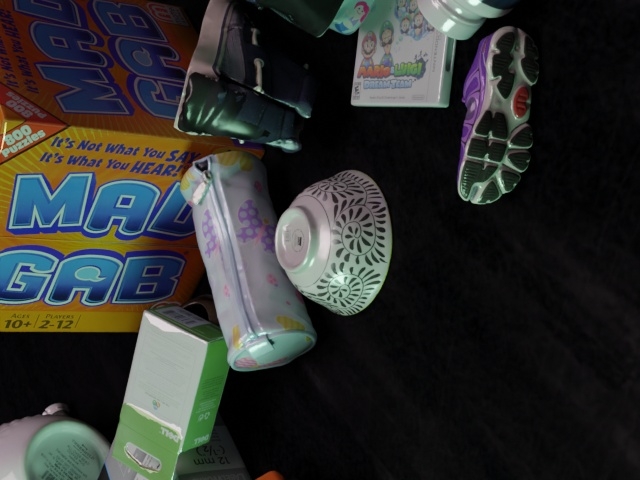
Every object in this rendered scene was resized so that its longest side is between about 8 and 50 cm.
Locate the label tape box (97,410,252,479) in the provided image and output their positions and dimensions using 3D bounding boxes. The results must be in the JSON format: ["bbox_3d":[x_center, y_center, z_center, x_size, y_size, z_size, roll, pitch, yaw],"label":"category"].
[{"bbox_3d":[-0.184,0.397,1.406,0.347,0.115,0.249,58,133,42],"label":"label tape box"}]

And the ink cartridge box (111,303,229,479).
[{"bbox_3d":[-0.188,0.198,1.331,0.109,0.062,0.209,23,105,29],"label":"ink cartridge box"}]

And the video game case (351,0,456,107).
[{"bbox_3d":[0.091,-0.217,1.138,0.157,0.019,0.143,11,96,55],"label":"video game case"}]

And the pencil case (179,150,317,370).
[{"bbox_3d":[-0.091,0.023,1.289,0.124,0.113,0.273,78,174,-68],"label":"pencil case"}]

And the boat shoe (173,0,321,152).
[{"bbox_3d":[-0.085,-0.208,1.323,0.340,0.158,0.127,-89,16,-59],"label":"boat shoe"}]

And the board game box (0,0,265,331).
[{"bbox_3d":[-0.357,-0.117,1.479,0.356,0.356,0.356,-60,43,32],"label":"board game box"}]

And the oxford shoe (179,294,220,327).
[{"bbox_3d":[-0.176,0.113,1.432,0.227,0.096,0.083,-18,74,55],"label":"oxford shoe"}]

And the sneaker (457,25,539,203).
[{"bbox_3d":[0.165,-0.118,1.003,0.071,0.068,0.170,-169,92,-70],"label":"sneaker"}]

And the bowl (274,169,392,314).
[{"bbox_3d":[0.000,0.000,1.200,0.170,0.080,0.170,-8,80,54],"label":"bowl"}]

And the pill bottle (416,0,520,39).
[{"bbox_3d":[0.164,-0.268,0.972,0.169,0.094,0.094,-47,51,43],"label":"pill bottle"}]

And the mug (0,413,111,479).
[{"bbox_3d":[-0.443,0.464,1.677,0.328,0.276,0.374,-40,86,38],"label":"mug"}]

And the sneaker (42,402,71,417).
[{"bbox_3d":[-0.474,0.379,1.871,0.076,0.065,0.166,27,111,49],"label":"sneaker"}]

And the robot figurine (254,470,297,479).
[{"bbox_3d":[-0.024,0.358,1.168,0.219,0.128,0.158,45,118,48],"label":"robot figurine"}]

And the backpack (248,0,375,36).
[{"bbox_3d":[-0.025,-0.360,1.155,0.253,0.191,0.225,39,102,42],"label":"backpack"}]
